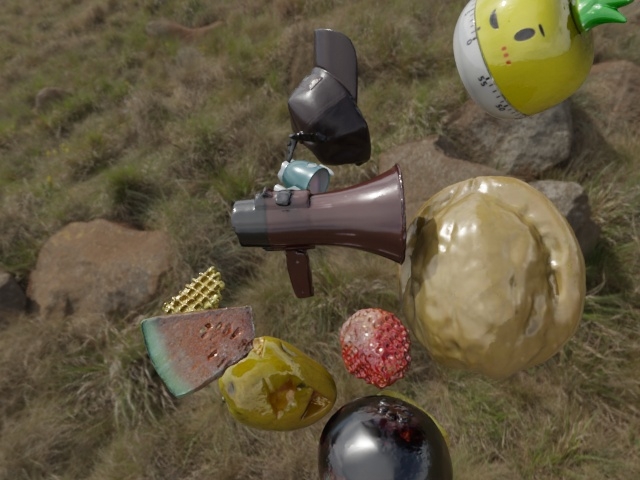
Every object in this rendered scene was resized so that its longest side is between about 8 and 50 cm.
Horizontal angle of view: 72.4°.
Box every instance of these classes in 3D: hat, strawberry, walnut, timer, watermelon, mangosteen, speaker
[{"bbox_3d":[-0.021,-0.322,1.068,0.209,0.336,0.238,-23,24,-17],"label":"hat"},{"bbox_3d":[0.185,0.362,1.538,0.265,0.149,0.336,-33,23,1],"label":"strawberry"},{"bbox_3d":[0.335,0.083,0.896,0.383,0.384,0.384,-11,44,11],"label":"walnut"},{"bbox_3d":[0.417,-0.380,0.805,0.285,0.285,0.285,-11,44,11],"label":"timer"},{"bbox_3d":[-0.278,0.241,1.053,0.256,0.193,0.140,-19,-1,-21],"label":"watermelon"},{"bbox_3d":[0.143,0.500,0.948,0.296,0.314,0.297,-17,6,2],"label":"mangosteen"},{"bbox_3d":[0.010,-0.020,0.899,0.329,0.259,0.198,-6,62,10],"label":"speaker"}]

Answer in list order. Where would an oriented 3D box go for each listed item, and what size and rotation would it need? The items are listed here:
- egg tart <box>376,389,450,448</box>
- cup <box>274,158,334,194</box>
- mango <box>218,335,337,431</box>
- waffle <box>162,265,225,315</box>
[{"bbox_3d":[0.318,0.668,1.576,0.315,0.315,0.120,34,94,42],"label":"egg tart"},{"bbox_3d":[-0.075,-0.252,1.778,0.173,0.168,0.299,32,42,26],"label":"cup"},{"bbox_3d":[-0.119,0.420,1.269,0.182,0.364,0.253,6,77,67],"label":"mango"},{"bbox_3d":[-0.382,0.161,1.317,0.192,0.046,0.161,-15,51,-15],"label":"waffle"}]
